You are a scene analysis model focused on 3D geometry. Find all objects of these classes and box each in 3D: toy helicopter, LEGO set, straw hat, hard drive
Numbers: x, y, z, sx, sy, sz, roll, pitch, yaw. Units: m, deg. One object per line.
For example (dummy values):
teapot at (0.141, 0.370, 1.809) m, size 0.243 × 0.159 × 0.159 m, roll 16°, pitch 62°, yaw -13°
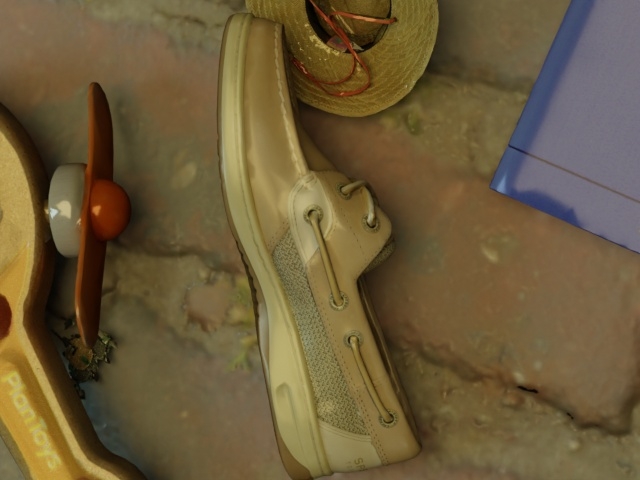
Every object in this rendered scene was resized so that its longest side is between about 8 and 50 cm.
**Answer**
toy helicopter at (-0.198, 0.051, 1.258) m, size 0.235 × 0.140 × 0.355 m, roll -29°, pitch 85°, yaw 6°
LEGO set at (-0.170, 0.079, 1.309) m, size 0.083 × 0.023 × 0.054 m, roll 5°, pitch 89°, yaw 26°
straw hat at (0.023, -0.158, 1.242) m, size 0.144 × 0.061 × 0.144 m, roll 13°, pitch 121°, yaw 22°
hard drive at (0.265, -0.136, 1.199) m, size 0.210 × 0.040 × 0.319 m, roll 24°, pitch 95°, yaw 12°

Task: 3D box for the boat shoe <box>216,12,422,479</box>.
boat shoe at (0.000, 0.000, 1.228) m, size 0.098 × 0.109 × 0.302 m, roll -10°, pitch 93°, yaw 7°
